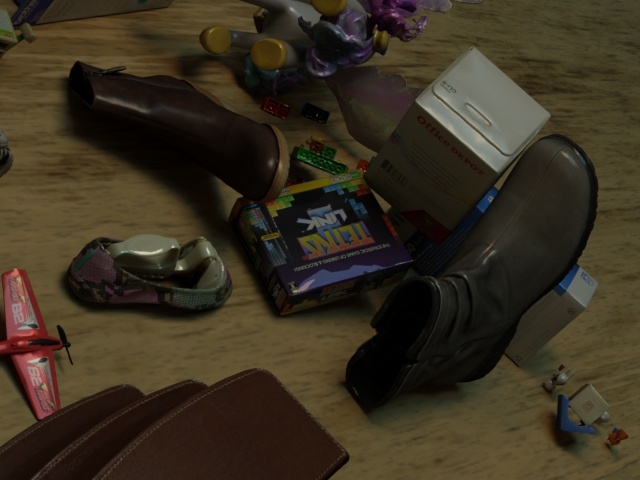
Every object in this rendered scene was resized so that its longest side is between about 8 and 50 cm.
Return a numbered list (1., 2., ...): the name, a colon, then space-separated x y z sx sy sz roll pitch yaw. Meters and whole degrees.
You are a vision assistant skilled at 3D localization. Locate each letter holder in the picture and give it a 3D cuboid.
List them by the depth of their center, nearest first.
1. letter holder: -0.154 0.208 1.341 0.214 0.152 0.302 48 32 7

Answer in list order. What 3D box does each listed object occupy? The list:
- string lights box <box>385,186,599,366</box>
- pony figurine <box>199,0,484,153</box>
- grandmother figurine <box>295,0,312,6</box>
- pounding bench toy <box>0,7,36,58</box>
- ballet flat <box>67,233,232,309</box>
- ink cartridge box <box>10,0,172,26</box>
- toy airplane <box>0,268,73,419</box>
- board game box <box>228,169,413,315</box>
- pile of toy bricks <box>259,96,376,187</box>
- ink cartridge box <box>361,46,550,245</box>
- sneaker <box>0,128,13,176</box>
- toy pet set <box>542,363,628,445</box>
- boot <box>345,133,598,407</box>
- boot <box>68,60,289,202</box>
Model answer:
1. string lights box: 0.209 0.020 1.974 0.260 0.133 0.077 44 34 0
2. pony figurine: 0.030 -0.264 1.977 0.351 0.302 0.363 14 7 22
3. grandmother figurine: -0.112 -0.441 2.197 0.342 0.104 0.208 33 42 -11
4. pounding bench toy: -0.358 -0.213 1.688 0.083 0.065 0.052 10 44 -41
5. ballet flat: -0.159 0.028 1.615 0.221 0.079 0.077 4 48 -46
6. ink cartridge box: -0.239 -0.345 1.859 0.065 0.186 0.311 52 33 9
7. toy airplane: -0.289 0.101 1.432 0.151 0.028 0.151 28 48 -37
8. board game box: 0.000 0.000 1.796 0.170 0.048 0.141 -15 60 -29
9. pile of toy bricks: -0.009 -0.100 1.927 0.212 0.118 0.105 24 0 -12
10. ink cartridge box: 0.157 -0.109 1.817 0.128 0.176 0.127 42 56 4
11. sneaker: -0.434 -0.107 1.422 0.137 0.210 0.366 51 -3 23
12. toy pet set: 0.326 0.223 1.961 0.122 0.065 0.114 49 -2 4
13. boot: 0.172 0.041 1.727 0.118 0.338 0.223 34 22 28
14. boot: -0.162 -0.122 1.741 0.207 0.090 0.248 12 19 -31
